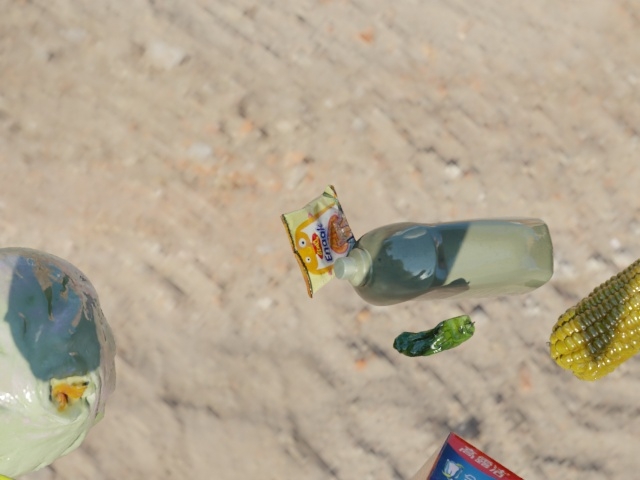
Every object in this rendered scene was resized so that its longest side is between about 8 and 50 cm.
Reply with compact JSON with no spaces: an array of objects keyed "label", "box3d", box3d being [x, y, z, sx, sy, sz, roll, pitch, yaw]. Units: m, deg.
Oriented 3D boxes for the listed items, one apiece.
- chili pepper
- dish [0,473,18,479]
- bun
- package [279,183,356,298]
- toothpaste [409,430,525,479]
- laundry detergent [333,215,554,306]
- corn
[{"label":"chili pepper","box3d":[0.121,0.101,1.653,0.034,0.091,0.030,29,46,-63]},{"label":"dish","box3d":[-0.279,0.253,1.295,0.221,0.262,0.108,22,72,-3]},{"label":"bun","box3d":[-0.335,0.157,1.829,0.187,0.293,0.293,20,33,30]},{"label":"package","box3d":[0.001,-0.001,1.919,0.121,0.031,0.108,-35,108,-48]},{"label":"toothpaste","box3d":[0.050,0.274,1.235,0.076,0.320,0.066,34,41,1]},{"label":"laundry detergent","box3d":[0.128,0.026,1.806,0.253,0.181,0.091,-4,84,-29]},{"label":"corn","box3d":[0.407,0.059,1.913,0.102,0.313,0.102,46,14,-16]}]
